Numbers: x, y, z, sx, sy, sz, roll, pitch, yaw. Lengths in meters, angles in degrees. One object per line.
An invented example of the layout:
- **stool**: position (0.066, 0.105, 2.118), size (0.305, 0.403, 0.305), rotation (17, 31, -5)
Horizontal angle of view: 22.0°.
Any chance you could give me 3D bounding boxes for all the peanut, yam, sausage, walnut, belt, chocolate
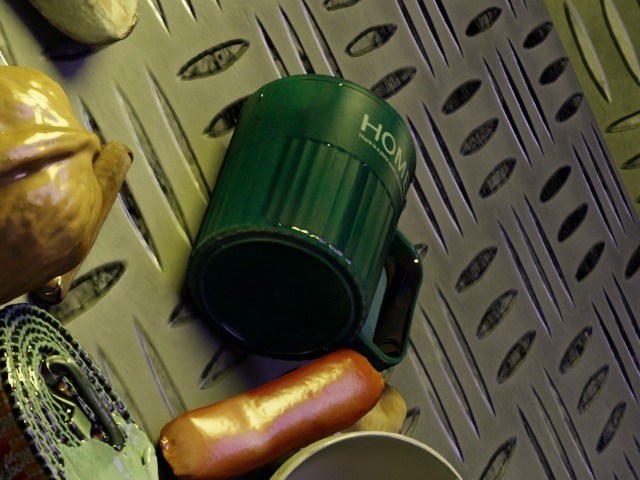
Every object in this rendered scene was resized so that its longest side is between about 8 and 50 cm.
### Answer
- **peanut**: position (0.016, 0.235, 2.065), size (0.253, 0.122, 0.137), rotation (2, 78, -57)
- **yam**: position (-0.263, -0.023, 1.830), size (0.046, 0.046, 0.264), rotation (54, 31, -26)
- **sausage**: position (-0.055, 0.207, 1.909), size (0.300, 0.083, 0.089), rotation (-20, 80, -31)
- **walnut**: position (-0.319, -0.050, 1.535), size (0.257, 0.257, 0.225), rotation (-12, 83, -61)
- **belt**: position (-0.268, 0.194, 1.553), size (0.258, 0.150, 0.207), rotation (58, 16, -9)
- **chocolate**: position (-0.324, -0.359, 1.890), size (0.303, 0.100, 0.185), rotation (57, 20, -26)

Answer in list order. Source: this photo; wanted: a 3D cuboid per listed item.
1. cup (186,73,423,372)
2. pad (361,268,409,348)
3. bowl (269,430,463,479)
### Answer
- **cup**: position (-0.018, -0.002, 2.064), size (0.292, 0.242, 0.308), rotation (-72, 156, -47)
- **pad**: position (0.029, 0.037, 2.330), size (0.269, 0.012, 0.269), rotation (4, 68, -60)
- **bowl**: position (0.034, 0.365, 1.920), size (0.286, 0.144, 0.287), rotation (2, 83, -20)
